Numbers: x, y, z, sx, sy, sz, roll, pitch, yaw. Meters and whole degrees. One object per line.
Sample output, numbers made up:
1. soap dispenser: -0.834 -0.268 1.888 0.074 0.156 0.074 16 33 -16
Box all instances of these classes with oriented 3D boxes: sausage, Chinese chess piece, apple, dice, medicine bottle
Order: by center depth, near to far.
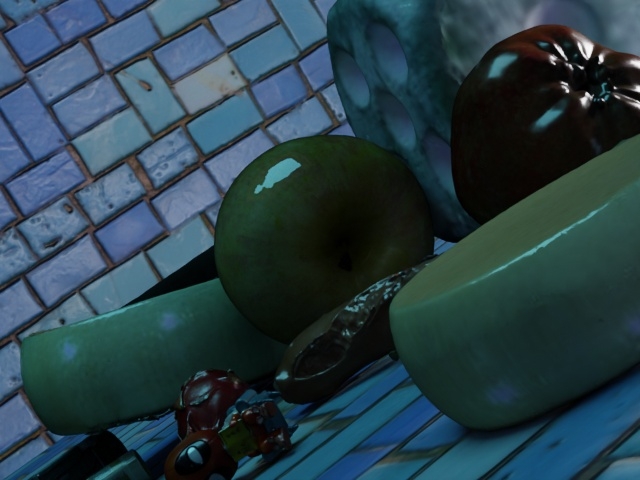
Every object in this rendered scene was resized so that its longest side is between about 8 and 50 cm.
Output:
1. Chinese chess piece: 0.174 0.022 1.009 0.273 0.102 0.273 -32 4 2
2. sausage: 0.073 0.077 1.480 0.327 0.079 0.087 -31 29 37
3. apple: 0.000 0.000 1.716 0.257 0.256 0.234 -34 15 -11
4. dice: 0.222 -0.205 1.752 0.328 0.330 0.348 -27 1 -16
5. medicine bottle: -0.247 0.291 1.780 0.083 0.047 0.047 -34 3 -4
6. Chinese chess piece: -0.205 0.143 1.894 0.349 0.146 0.349 -16 0 0

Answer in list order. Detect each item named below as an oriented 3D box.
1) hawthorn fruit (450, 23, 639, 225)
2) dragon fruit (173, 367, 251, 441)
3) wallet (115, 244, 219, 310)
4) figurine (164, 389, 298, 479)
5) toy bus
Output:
1. hawthorn fruit: 0.211 -0.083 1.420 0.208 0.208 0.248 -36 -13 -33
2. dragon fruit: -0.107 0.201 1.543 0.094 0.094 0.190 -33 24 14
3. wallet: -0.141 0.113 2.104 0.377 0.197 0.051 -33 10 43
4. figurine: -0.091 0.196 1.397 0.140 0.068 0.075 -31 6 14
5. toy bus: -0.323 0.316 1.867 0.089 0.087 0.194 -37 -1 41
